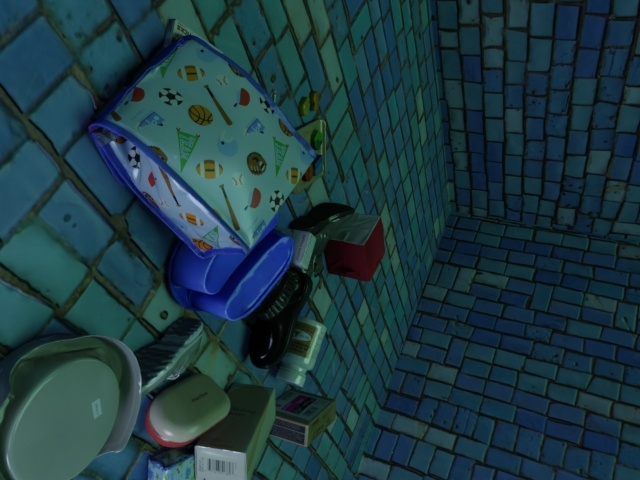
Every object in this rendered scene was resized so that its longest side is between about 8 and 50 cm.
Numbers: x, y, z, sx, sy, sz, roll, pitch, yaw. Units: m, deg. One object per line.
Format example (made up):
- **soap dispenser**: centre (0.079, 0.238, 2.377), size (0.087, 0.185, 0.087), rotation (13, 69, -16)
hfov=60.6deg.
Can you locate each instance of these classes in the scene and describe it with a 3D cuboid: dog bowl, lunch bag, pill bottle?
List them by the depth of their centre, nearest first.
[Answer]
- **dog bowl**: centre (-0.506, 0.338, 1.049), size (0.349, 0.102, 0.348), rotation (-39, 135, -54)
- **lunch bag**: centre (-0.254, -0.202, 1.183), size (0.385, 0.239, 0.327), rotation (49, 54, -29)
- **lunch bag**: centre (-0.377, 0.612, 1.444), size (0.151, 0.096, 0.128), rotation (-6, 106, -54)
- **pill bottle**: centre (-0.073, 0.396, 1.952), size (0.229, 0.131, 0.131), rotation (-70, 154, -18)

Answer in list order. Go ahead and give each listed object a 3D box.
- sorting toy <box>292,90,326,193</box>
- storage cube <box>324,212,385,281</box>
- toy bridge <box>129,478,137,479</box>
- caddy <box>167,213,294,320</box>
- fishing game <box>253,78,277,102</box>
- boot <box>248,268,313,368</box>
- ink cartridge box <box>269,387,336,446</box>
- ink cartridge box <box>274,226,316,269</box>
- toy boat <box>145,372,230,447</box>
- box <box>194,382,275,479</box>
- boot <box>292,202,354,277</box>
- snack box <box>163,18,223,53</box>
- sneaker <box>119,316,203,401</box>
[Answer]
- **sorting toy**: centre (-0.036, -0.329, 1.829), size (0.229, 0.041, 0.307), rotation (-40, 135, -54)
- **storage cube**: centre (0.136, 0.020, 2.172), size (0.215, 0.184, 0.193), rotation (-55, 146, -40)
- **toy bridge**: centre (-0.443, 0.649, 1.357), size (0.026, 0.063, 0.188), rotation (-51, 142, -45)
- **caddy**: centre (-0.232, 0.039, 1.405), size (0.341, 0.179, 0.241), rotation (-51, 137, -25)
- **fishing game**: centre (-0.187, -0.349, 1.507), size (0.264, 0.041, 0.189), rotation (-9, 105, -64)
- **boot**: centre (-0.181, 0.218, 1.646), size (0.260, 0.131, 0.347), rotation (23, 89, -58)
- **ink cartridge box**: centre (-0.077, 0.630, 1.969), size (0.235, 0.193, 0.088), rotation (-16, 112, -63)
- **ink cartridge box**: centre (-0.101, 0.022, 1.707), size (0.063, 0.151, 0.109), rotation (43, 59, -61)
- **toy boat**: centre (-0.353, 0.456, 1.414), size (0.151, 0.151, 0.231), rotation (-56, 163, 22)
- **box**: centre (-0.234, 0.547, 1.568), size (0.311, 0.148, 0.121), rotation (-64, 157, -71)
- **boot**: centre (0.000, 0.000, 1.990), size (0.338, 0.118, 0.222), rotation (-26, 127, -46)
- **snack box**: centre (-0.290, -0.441, 1.266), size (0.178, 0.022, 0.064), rotation (13, 87, -65)
- **sneaker**: centre (-0.369, 0.304, 1.318), size (0.281, 0.105, 0.115), rotation (-41, 137, -53)
